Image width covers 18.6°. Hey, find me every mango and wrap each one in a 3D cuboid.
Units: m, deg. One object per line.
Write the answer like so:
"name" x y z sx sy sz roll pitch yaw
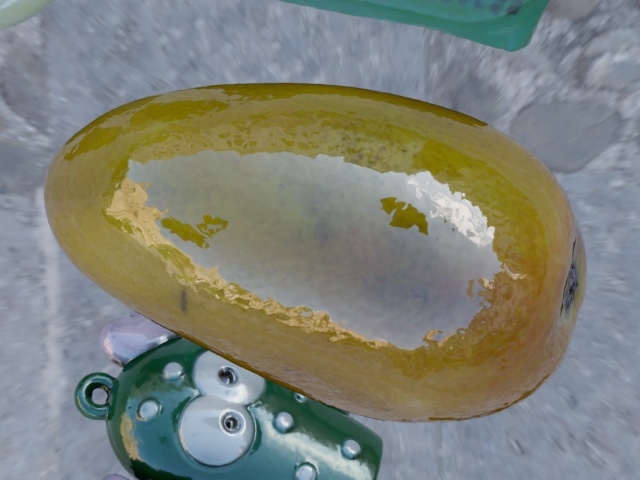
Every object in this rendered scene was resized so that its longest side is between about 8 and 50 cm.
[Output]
"mango" 0.000 0.000 1.107 0.317 0.211 0.173 14 71 -7

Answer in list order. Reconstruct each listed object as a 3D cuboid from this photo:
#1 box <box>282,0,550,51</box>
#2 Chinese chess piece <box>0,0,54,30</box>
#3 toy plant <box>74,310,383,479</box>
"box" 0.045 -0.297 1.455 0.337 0.106 0.264 11 130 -16
"Chinese chess piece" -0.282 -0.277 1.525 0.238 0.092 0.237 2 100 13
"toy plant" -0.074 0.147 1.520 0.243 0.112 0.232 -4 65 -17
